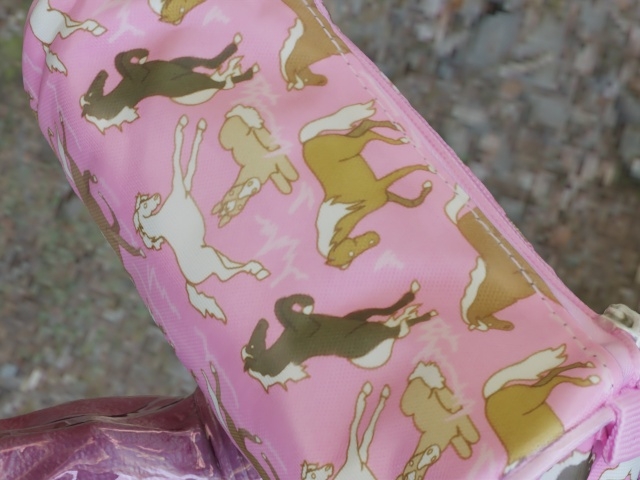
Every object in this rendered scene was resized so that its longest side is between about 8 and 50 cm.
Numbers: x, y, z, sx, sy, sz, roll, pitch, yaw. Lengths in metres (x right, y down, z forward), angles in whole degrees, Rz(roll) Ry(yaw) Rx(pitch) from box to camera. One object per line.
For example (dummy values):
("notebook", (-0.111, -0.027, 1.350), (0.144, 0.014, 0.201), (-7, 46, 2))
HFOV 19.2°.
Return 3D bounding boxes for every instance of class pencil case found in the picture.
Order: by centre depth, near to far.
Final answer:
("pencil case", (0.000, 0.000, 0.883), (0.167, 0.386, 0.160), (-25, 145, -20))

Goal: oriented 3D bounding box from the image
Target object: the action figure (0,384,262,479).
("action figure", (-0.050, 0.140, 1.192), (0.248, 0.370, 0.276), (-91, 164, -77))
